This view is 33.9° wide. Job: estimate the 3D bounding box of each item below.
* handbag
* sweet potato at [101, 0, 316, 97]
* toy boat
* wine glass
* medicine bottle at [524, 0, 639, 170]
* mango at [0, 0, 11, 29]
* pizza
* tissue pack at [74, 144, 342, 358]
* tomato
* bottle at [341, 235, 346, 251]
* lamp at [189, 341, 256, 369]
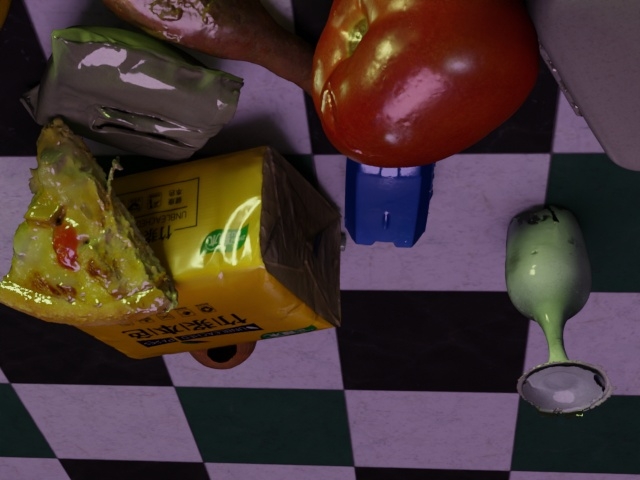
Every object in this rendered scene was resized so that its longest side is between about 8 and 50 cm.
[{"bbox_3d":[-0.254,-0.194,1.391,0.253,0.109,0.316,16,164,-20],"label":"handbag"},{"bbox_3d":[-0.114,-0.272,1.323,0.385,0.109,0.109,20,140,-27],"label":"sweet potato"},{"bbox_3d":[0.102,-0.127,1.505,0.129,0.088,0.295,3,132,3],"label":"toy boat"},{"bbox_3d":[0.350,0.098,1.569,0.143,0.321,0.143,2,137,2],"label":"wine glass"},{"bbox_3d":[0.417,-0.242,1.276,0.282,0.123,0.375,-19,136,26],"label":"medicine bottle"},{"bbox_3d":[-0.531,-0.291,1.251,0.378,0.221,0.264,-21,132,18],"label":"mango"},{"bbox_3d":[-0.346,-0.019,1.413,0.279,0.075,0.288,-7,103,21],"label":"pizza"},{"bbox_3d":[-0.188,0.031,1.589,0.381,0.228,0.293,-11,153,21],"label":"tissue pack"},{"bbox_3d":[0.127,-0.215,1.221,0.226,0.299,0.298,16,141,-19],"label":"tomato"},{"bbox_3d":[0.000,0.000,1.716,0.083,0.030,0.030,8,143,-6],"label":"bottle"},{"bbox_3d":[-0.178,0.162,1.867,0.136,0.136,0.136,3,143,2],"label":"lamp"}]
